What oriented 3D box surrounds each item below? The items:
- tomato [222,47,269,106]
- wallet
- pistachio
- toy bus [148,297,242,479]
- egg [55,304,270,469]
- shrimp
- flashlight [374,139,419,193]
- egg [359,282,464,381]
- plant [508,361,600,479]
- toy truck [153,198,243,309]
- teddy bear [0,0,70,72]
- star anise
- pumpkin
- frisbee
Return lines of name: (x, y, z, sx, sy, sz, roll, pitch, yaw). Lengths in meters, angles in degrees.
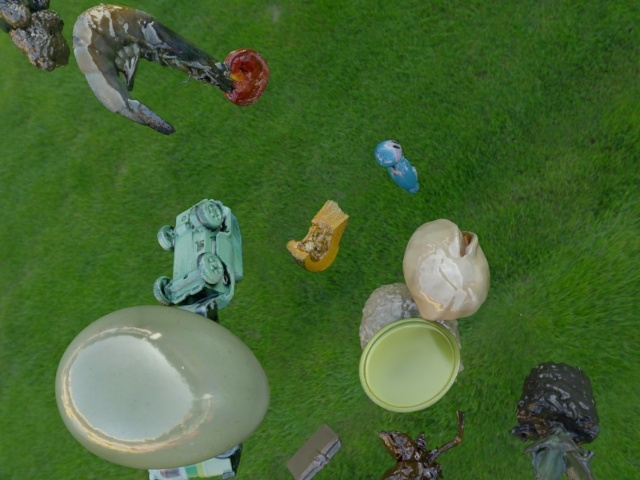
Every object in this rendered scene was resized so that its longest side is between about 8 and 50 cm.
tomato: (-0.226, -0.469, 1.434, 0.091, 0.139, 0.159, 43, 124, 43)
wallet: (-0.015, 0.550, 1.299, 0.152, 0.118, 0.039, -42, 105, -11)
pistachio: (0.281, 0.063, 1.159, 0.193, 0.318, 0.214, 27, 109, -2)
toy bus: (-0.222, 0.246, 0.840, 0.164, 0.133, 0.276, -11, 90, -4)
egg: (-0.185, 0.178, 0.617, 0.253, 0.188, 0.189, 13, 86, -18)
shrimp: (-0.210, -0.214, 0.660, 0.051, 0.217, 0.150, -15, 67, 49)
flashlight: (0.142, -0.132, 0.924, 0.051, 0.129, 0.051, -19, 49, 24)
egg: (0.238, 0.251, 1.333, 0.310, 0.279, 0.279, 44, 100, -5)
plant: (0.418, 0.323, 0.895, 0.142, 0.203, 0.131, 27, 131, 11)
toy truck: (-0.263, 0.039, 1.131, 0.155, 0.156, 0.279, -28, 48, 21)
teddy bear: (-0.519, -0.411, 0.851, 0.129, 0.182, 0.251, -10, 120, 7)
star anise: (0.308, 0.636, 1.529, 0.346, 0.148, 0.237, -33, 71, -11)
pumpkin: (0.005, -0.002, 1.711, 0.248, 0.126, 0.131, -44, 43, -12)
frisbee: (0.196, 0.273, 1.128, 0.235, 0.017, 0.236, -18, 42, 17)
